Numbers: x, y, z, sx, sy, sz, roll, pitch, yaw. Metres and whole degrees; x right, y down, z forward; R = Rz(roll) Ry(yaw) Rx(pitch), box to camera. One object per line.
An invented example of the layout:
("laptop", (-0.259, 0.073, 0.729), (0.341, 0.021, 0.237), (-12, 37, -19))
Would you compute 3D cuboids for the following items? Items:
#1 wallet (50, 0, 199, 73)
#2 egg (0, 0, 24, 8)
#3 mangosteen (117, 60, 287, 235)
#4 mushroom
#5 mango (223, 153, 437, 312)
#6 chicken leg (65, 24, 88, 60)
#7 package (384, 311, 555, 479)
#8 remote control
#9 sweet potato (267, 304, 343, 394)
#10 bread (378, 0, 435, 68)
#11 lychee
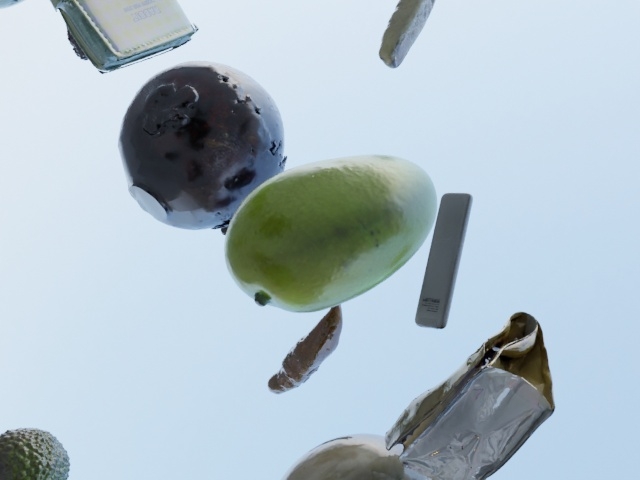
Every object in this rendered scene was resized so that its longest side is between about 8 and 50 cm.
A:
("wallet", (-0.342, -0.421, 1.164), (0.077, 0.309, 0.223), (-25, -169, 42))
("egg", (-0.418, -0.388, 0.958), (0.177, 0.177, 0.228), (-34, -163, 30))
("mangosteen", (-0.251, -0.177, 1.675), (0.381, 0.421, 0.380), (-8, -141, 7))
("mushroom", (0.078, 0.572, 1.523), (0.362, 0.362, 0.294), (-52, -151, 14))
("mango", (0.019, -0.015, 0.895), (0.273, 0.149, 0.185), (-19, -146, -8))
("chicken leg", (-0.420, -0.434, 1.303), (0.106, 0.051, 0.253), (-25, -103, 44))
("package", (0.253, 0.283, 1.346), (0.221, 0.165, 0.311), (-83, -162, -50))
("remote control", (0.230, 0.036, 1.399), (0.067, 0.029, 0.260), (3, -105, 43))
("sweet potato", (-0.039, 0.305, 1.979), (0.354, 0.095, 0.106), (-54, -153, 28))
("bread", (0.153, -0.390, 1.301), (0.053, 0.073, 0.214), (21, -105, 23))
("lychee", (-0.386, 0.302, 0.987), (0.147, 0.114, 0.114), (-4, -113, 55))
